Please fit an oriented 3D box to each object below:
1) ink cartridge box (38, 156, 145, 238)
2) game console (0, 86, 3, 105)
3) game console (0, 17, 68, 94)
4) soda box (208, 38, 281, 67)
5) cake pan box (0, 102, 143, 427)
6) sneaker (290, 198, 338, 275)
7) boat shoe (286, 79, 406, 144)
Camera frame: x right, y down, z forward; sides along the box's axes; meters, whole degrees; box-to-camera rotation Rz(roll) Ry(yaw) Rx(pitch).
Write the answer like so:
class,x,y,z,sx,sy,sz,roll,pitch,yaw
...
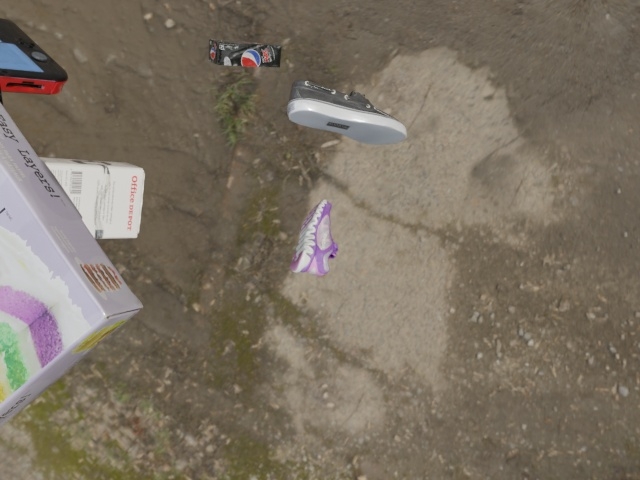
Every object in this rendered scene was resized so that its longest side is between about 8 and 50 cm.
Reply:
class,x,y,z,sx,sy,sz,roll,pitch,yaw
ink cartridge box,-0.545,-0.097,1.425,0.100,0.237,0.172,21,107,45
game console,-0.731,-0.215,1.030,0.044,0.361,0.213,-20,78,55
game console,-0.863,-0.483,1.515,0.342,0.386,0.060,46,118,19
soda box,-0.179,-0.447,1.469,0.060,0.168,0.053,36,126,50
cake pan box,-0.318,0.027,0.508,0.245,0.070,0.267,-37,83,6
sneaker,0.000,0.000,1.626,0.104,0.237,0.095,25,145,-14
boat shoe,0.049,-0.224,1.057,0.080,0.228,0.076,149,125,-63
